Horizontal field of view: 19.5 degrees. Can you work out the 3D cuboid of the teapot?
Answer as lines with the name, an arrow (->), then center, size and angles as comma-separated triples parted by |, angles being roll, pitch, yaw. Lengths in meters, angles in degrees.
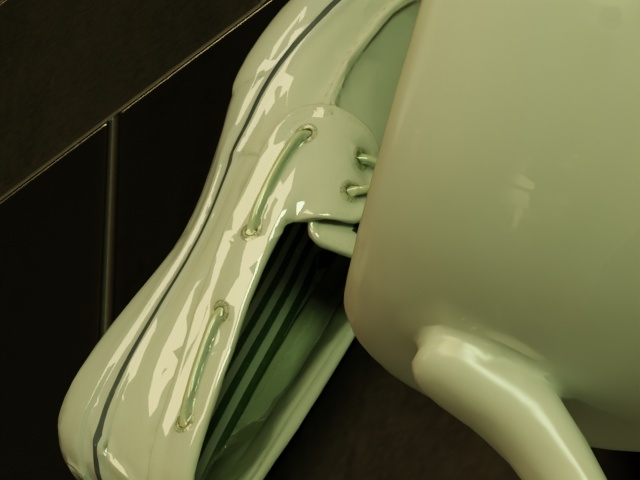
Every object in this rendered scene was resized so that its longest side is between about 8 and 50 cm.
teapot -> 0.121, -0.052, 0.428 | 0.252, 0.187, 0.256 | -64, -9, -71

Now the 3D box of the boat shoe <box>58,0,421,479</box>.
boat shoe -> 0.000, 0.000, 0.639 | 0.076, 0.083, 0.226 | 16, 74, 46
